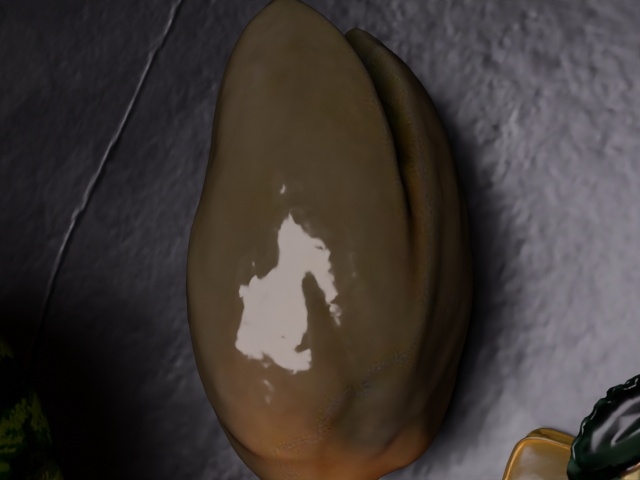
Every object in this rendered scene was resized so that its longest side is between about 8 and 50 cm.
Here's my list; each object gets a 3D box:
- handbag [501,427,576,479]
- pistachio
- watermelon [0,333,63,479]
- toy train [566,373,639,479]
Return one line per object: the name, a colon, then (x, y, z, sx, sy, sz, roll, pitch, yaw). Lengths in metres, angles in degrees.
handbag: (0.102, 0.127, 0.432, 0.061, 0.027, 0.083, 17, 93, 23)
pistachio: (0.000, 0.000, 0.452, 0.136, 0.136, 0.226, -10, 71, 23)
watermelon: (-0.249, 0.125, 0.472, 0.269, 0.269, 0.269, -4, 79, 24)
toy train: (0.213, 0.079, 0.314, 0.330, 0.138, 0.178, -33, 72, 8)
